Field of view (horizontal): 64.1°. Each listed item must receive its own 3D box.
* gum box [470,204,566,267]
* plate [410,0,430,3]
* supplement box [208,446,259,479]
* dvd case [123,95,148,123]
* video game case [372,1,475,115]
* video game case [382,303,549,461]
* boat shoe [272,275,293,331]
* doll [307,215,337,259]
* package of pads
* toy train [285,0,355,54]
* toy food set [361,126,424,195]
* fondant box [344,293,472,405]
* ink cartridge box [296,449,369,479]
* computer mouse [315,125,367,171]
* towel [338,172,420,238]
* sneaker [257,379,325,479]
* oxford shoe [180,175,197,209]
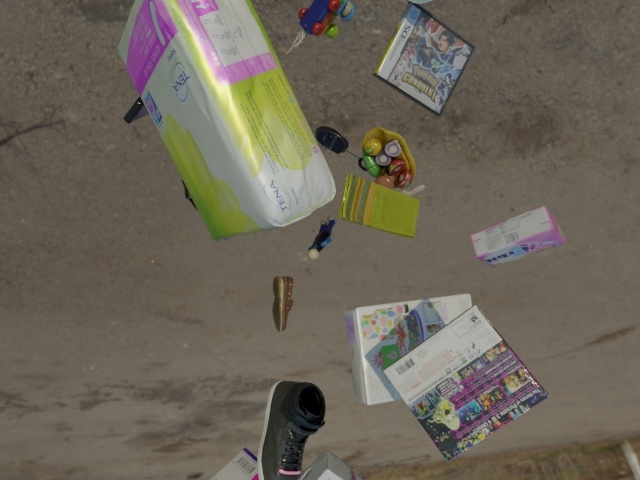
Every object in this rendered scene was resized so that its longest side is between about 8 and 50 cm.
[{"bbox_3d":[0.451,-0.002,1.183,0.189,0.062,0.107,-25,149,30],"label":"gum box"},{"bbox_3d":[0.315,-0.758,1.443,0.188,0.188,0.024,-34,154,32],"label":"plate"},{"bbox_3d":[-0.234,0.651,1.277,0.220,0.111,0.113,-29,142,-46],"label":"supplement box"},{"bbox_3d":[-0.363,-0.394,1.243,0.253,0.180,0.022,-36,102,32],"label":"dvd case"},{"bbox_3d":[0.333,-0.571,1.624,0.275,0.035,0.248,24,96,-25],"label":"video game case"},{"bbox_3d":[0.274,0.273,0.990,0.232,0.210,0.042,-40,164,14],"label":"video game case"},{"bbox_3d":[-0.109,0.193,1.555,0.060,0.064,0.177,-4,104,-26],"label":"boat shoe"},{"bbox_3d":[0.000,0.000,1.709,0.046,0.189,0.129,43,130,-18],"label":"doll"},{"bbox_3d":[-0.120,-0.150,0.611,0.101,0.296,0.229,-31,-168,-27],"label":"package of pads"},{"bbox_3d":[-0.001,-0.697,1.673,0.143,0.105,0.248,-1,140,-51],"label":"toy train"},{"bbox_3d":[0.177,-0.187,1.341,0.128,0.071,0.217,-16,113,38],"label":"toy food set"},{"bbox_3d":[0.242,0.274,1.325,0.331,0.238,0.096,-4,173,-18],"label":"fondant box"},{"bbox_3d":[0.027,0.351,0.671,0.122,0.052,0.088,38,96,-4],"label":"ink cartridge box"},{"bbox_3d":[0.093,-0.281,1.571,0.242,0.041,0.071,32,141,-3],"label":"computer mouse"},{"bbox_3d":[0.142,-0.074,1.169,0.237,0.102,0.021,14,177,-37],"label":"towel"},{"bbox_3d":[-0.061,0.460,1.170,0.105,0.295,0.147,20,148,-31],"label":"sneaker"},{"bbox_3d":[-0.404,-0.183,1.637,0.083,0.096,0.227,-6,133,18],"label":"oxford shoe"}]
